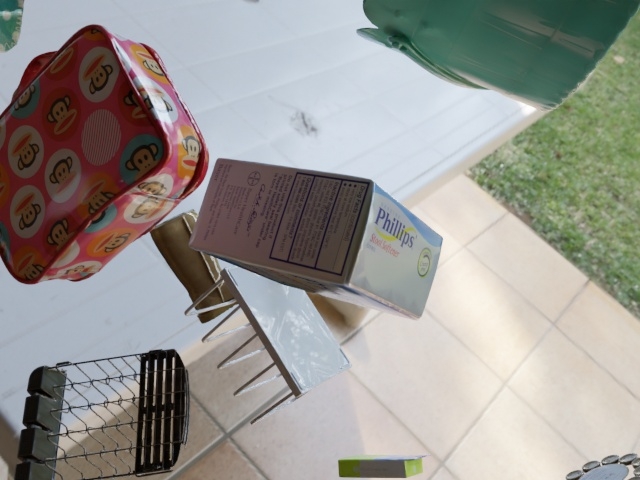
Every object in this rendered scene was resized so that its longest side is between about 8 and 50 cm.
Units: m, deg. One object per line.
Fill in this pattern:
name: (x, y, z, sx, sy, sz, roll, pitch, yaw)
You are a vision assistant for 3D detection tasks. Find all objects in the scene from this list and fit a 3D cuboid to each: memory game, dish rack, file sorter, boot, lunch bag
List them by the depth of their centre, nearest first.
lunch bag: (-0.301, -0.112, 0.822, 0.258, 0.293, 0.120, 60, 22, 15)
dish rack: (-0.322, 0.270, 1.003, 0.271, 0.074, 0.208, -10, 60, 6)
memory game: (0.514, 0.436, 1.211, 0.186, 0.186, 0.012, -22, 85, -43)
file sorter: (-0.112, 0.202, 1.347, 0.278, 0.173, 0.193, 56, 30, 14)
boot: (-0.274, 0.043, 1.694, 0.236, 0.089, 0.270, -33, 102, -39)

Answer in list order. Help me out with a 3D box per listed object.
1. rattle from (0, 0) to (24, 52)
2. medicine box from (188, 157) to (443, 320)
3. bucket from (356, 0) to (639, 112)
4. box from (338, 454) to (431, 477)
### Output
rattle: (-0.194, -0.239, 0.455, 0.130, 0.142, 0.200, 49, 50, -20)
medicine box: (0.000, 0.000, 1.026, 0.289, 0.149, 0.263, 13, -9, 34)
bucket: (0.172, -0.255, 0.558, 0.183, 0.281, 0.281, 29, 40, 1)
box: (0.141, 0.491, 1.451, 0.109, 0.178, 0.042, 21, 63, -60)
